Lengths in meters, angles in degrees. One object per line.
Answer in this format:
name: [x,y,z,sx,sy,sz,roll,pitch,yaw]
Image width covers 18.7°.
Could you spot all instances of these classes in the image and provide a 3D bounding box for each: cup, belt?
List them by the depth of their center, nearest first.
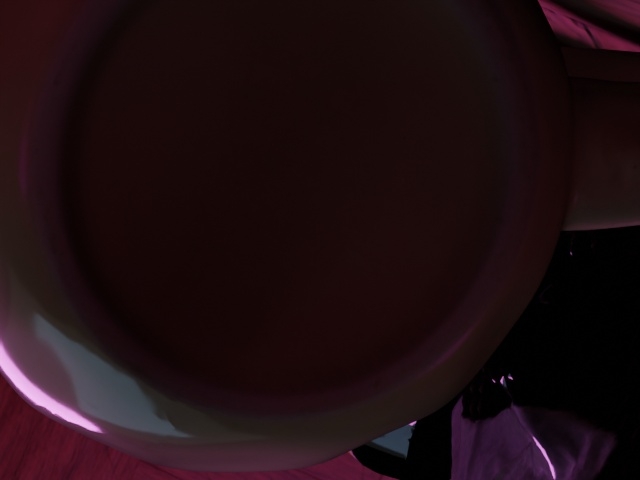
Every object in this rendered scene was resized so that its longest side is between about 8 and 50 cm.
cup: [0.001,-0.017,0.571,0.255,0.173,0.202,24,-179,-19]
belt: [0.128,0.071,0.759,0.164,0.184,0.289,28,-151,-13]

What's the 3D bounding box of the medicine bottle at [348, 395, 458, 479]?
medicine bottle: [0.000,0.000,1.551,0.395,0.242,0.242,38,-173,29]
